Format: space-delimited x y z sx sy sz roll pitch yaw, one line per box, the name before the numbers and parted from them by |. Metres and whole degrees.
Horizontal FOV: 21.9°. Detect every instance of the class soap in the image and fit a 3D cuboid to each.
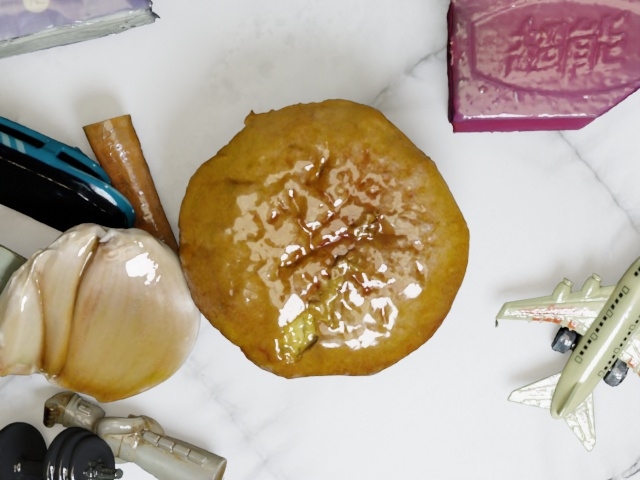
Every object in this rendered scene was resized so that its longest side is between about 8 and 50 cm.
soap | 0.264 -0.206 1.832 0.250 0.099 0.162 -2 82 1

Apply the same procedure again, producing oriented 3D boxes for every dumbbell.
dumbbell | -0.303 0.250 1.815 0.208 0.099 0.099 -1 89 31

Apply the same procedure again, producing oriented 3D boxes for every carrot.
carrot | -0.197 -0.035 1.859 0.057 0.057 0.224 -23 94 1

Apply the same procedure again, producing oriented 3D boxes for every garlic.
garlic | -0.236 0.067 1.815 0.217 0.110 0.228 21 119 -18

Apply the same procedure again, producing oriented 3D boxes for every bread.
bread | 0.003 0.005 1.793 0.312 0.172 0.312 0 87 0

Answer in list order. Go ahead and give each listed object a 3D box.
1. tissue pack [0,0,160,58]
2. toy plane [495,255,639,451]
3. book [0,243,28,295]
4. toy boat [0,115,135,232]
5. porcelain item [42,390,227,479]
tissue pack | -0.334 -0.385 1.829 0.242 0.125 0.344 -13 89 1
toy plane | 0.317 0.103 1.826 0.229 0.092 0.244 33 89 4
book | -0.429 0.115 1.792 0.025 0.215 0.283 41 93 30
toy boat | -0.335 -0.096 1.835 0.299 0.134 0.092 24 63 0
porcelain item | -0.209 0.226 1.848 0.213 0.054 0.084 25 132 10
